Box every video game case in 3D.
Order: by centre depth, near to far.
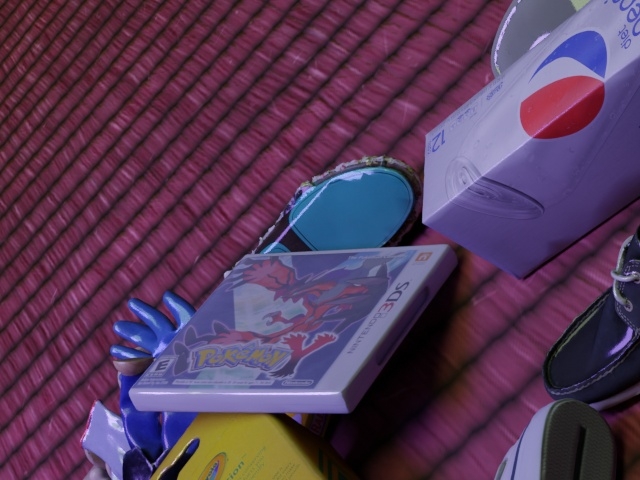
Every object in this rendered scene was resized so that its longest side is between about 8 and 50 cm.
[{"bbox_3d":[-0.020,0.065,1.414,0.201,0.023,0.183,-4,33,36],"label":"video game case"}]

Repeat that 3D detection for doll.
[{"bbox_3d":[-0.135,0.190,1.544,0.129,0.046,0.189,-4,89,22],"label":"doll"}]

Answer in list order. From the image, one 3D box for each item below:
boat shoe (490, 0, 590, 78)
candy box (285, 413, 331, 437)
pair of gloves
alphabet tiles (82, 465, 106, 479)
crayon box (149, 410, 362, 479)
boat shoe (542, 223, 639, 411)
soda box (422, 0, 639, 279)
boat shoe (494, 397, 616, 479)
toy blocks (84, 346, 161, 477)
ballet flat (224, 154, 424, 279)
[{"bbox_3d":[0.216,-0.186,1.359,0.228,0.068,0.081,-45,64,32],"label":"boat shoe"},{"bbox_3d":[-0.038,0.169,1.486,0.105,0.027,0.206,-19,47,55],"label":"candy box"},{"bbox_3d":[-0.139,0.149,1.599,0.159,0.023,0.198,30,103,38],"label":"pair of gloves"},{"bbox_3d":[-0.242,0.336,1.706,0.198,0.009,0.237,-52,26,15],"label":"alphabet tiles"},{"bbox_3d":[-0.043,0.243,1.311,0.202,0.081,0.318,-52,31,4],"label":"crayon box"},{"bbox_3d":[0.209,0.017,1.140,0.233,0.079,0.084,-46,30,30],"label":"boat shoe"},{"bbox_3d":[0.194,-0.093,1.260,0.286,0.098,0.091,-38,33,37],"label":"soda box"},{"bbox_3d":[0.127,0.201,1.109,0.076,0.083,0.226,-49,13,47],"label":"boat shoe"},{"bbox_3d":[-0.141,0.165,1.651,0.148,0.054,0.123,19,82,59],"label":"toy blocks"},{"bbox_3d":[0.000,0.000,1.547,0.241,0.091,0.077,-38,0,30],"label":"ballet flat"}]
